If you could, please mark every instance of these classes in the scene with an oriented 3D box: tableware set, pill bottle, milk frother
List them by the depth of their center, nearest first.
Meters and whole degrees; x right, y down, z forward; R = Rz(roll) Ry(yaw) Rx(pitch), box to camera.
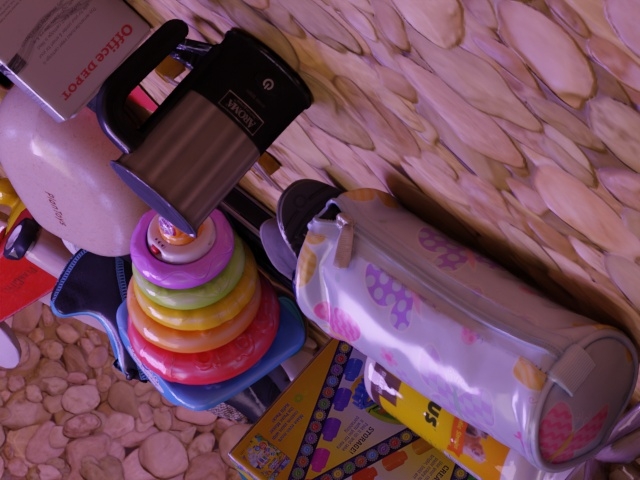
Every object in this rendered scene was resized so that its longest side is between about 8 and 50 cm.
[{"bbox_3d":[-0.099,-0.089,1.368,0.129,0.135,0.143,41,170,2],"label":"milk frother"},{"bbox_3d":[0.146,0.135,1.466,0.215,0.117,0.117,34,168,31],"label":"pill bottle"},{"bbox_3d":[-0.087,-0.105,1.586,0.154,0.024,0.104,46,172,-33],"label":"tableware set"}]

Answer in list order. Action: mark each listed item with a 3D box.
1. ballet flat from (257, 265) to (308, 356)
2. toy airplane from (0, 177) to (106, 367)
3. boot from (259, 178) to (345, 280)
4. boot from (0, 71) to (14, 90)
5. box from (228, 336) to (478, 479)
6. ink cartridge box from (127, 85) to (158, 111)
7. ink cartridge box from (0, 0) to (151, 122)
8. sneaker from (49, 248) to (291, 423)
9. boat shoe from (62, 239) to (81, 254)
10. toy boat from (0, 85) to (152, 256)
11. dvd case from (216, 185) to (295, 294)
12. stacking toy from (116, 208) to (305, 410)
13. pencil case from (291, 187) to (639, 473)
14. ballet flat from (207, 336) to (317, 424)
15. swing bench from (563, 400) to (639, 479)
[{"bbox_3d":[-0.078,0.055,2.147,0.232,0.080,0.073,57,-171,-51],"label":"ballet flat"},{"bbox_3d":[-0.403,0.003,2.516,0.384,0.272,0.386,4,143,15],"label":"toy airplane"},{"bbox_3d":[-0.002,0.001,1.620,0.190,0.076,0.208,48,175,-26],"label":"boot"},{"bbox_3d":[-0.479,-0.263,2.275,0.280,0.096,0.264,27,157,26],"label":"boot"},{"bbox_3d":[0.101,0.262,1.653,0.279,0.177,0.290,36,165,25],"label":"box"},{"bbox_3d":[-0.272,-0.195,1.795,0.181,0.056,0.225,29,163,52],"label":"ink cartridge box"},{"bbox_3d":[-0.234,-0.186,1.523,0.150,0.109,0.063,43,169,-12],"label":"ink cartridge box"},{"bbox_3d":[-0.164,0.131,2.131,0.341,0.140,0.125,42,166,0],"label":"sneaker"},{"bbox_3d":[-0.250,-0.041,2.203,0.103,0.118,0.320,32,157,24],"label":"boat shoe"},{"bbox_3d":[-0.303,-0.125,1.966,0.318,0.148,0.267,27,157,15],"label":"toy boat"},{"bbox_3d":[-0.011,0.037,1.886,0.238,0.029,0.179,39,170,16],"label":"dvd case"},{"bbox_3d":[-0.132,0.021,1.847,0.175,0.165,0.302,47,160,30],"label":"stacking toy"},{"bbox_3d":[0.101,0.059,1.328,0.273,0.113,0.124,33,148,39],"label":"pencil case"},{"bbox_3d":[-0.041,0.183,2.338,0.182,0.164,0.483,12,161,37],"label":"ballet flat"},{"bbox_3d":[0.293,0.232,1.230,0.253,0.165,0.255,40,175,2],"label":"swing bench"}]
